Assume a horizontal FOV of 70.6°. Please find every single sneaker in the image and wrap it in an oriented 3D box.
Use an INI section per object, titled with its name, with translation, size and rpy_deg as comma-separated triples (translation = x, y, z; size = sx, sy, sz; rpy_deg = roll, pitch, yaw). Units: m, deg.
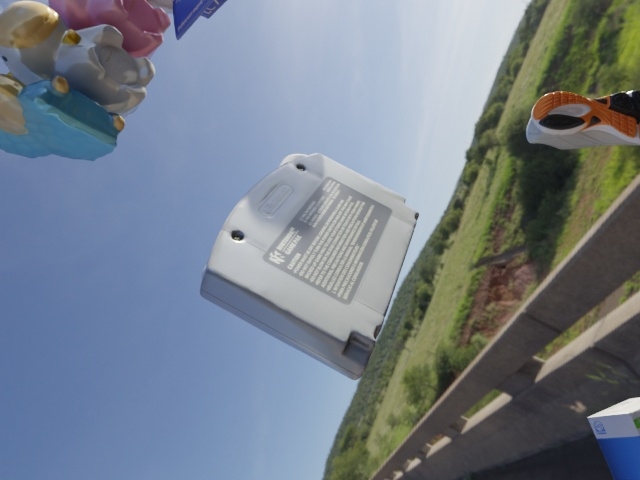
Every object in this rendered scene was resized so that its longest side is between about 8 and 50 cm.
[sneaker]
translation = 0.536, -0.223, 0.879
size = 0.121, 0.262, 0.100
rpy_deg = 57, -136, -76

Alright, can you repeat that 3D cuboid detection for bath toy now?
[bath toy]
translation = -0.272, -0.250, 0.548
size = 0.151, 0.128, 0.349
rpy_deg = 41, -137, -38

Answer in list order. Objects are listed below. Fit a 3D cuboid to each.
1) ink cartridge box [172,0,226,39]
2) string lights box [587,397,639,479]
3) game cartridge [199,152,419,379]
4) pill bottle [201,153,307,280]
[ink cartridge box]
translation = -0.108, -0.404, 0.520
size = 0.065, 0.185, 0.312
rpy_deg = 8, -107, -44
[string lights box]
translation = 0.535, 0.385, 0.693
size = 0.133, 0.260, 0.077
rpy_deg = -5, -22, -29
[game cartridge]
translation = 0.000, 0.000, 0.526
size = 0.297, 0.197, 0.062
rpy_deg = -56, -11, -52
[pill bottle]
translation = -0.089, -0.014, 0.947
size = 0.188, 0.187, 0.334
rpy_deg = 85, -153, -58
